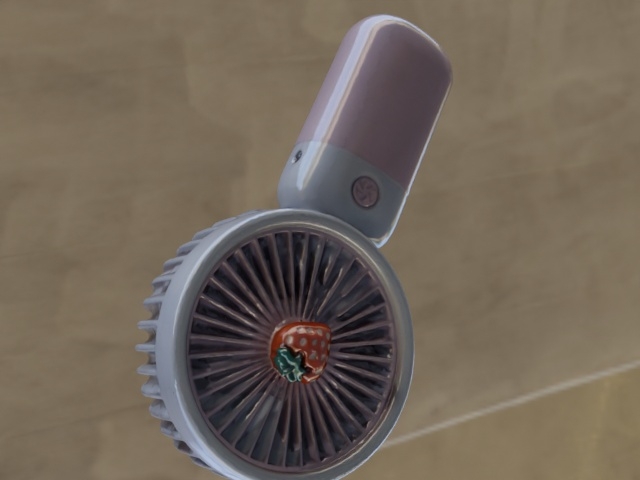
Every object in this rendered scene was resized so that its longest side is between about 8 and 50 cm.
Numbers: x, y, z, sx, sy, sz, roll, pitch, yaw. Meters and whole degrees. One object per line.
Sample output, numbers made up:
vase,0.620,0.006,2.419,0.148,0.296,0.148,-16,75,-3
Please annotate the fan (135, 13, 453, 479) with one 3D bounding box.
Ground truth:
fan,0.000,0.000,0.670,0.130,0.074,0.244,31,-108,-26
